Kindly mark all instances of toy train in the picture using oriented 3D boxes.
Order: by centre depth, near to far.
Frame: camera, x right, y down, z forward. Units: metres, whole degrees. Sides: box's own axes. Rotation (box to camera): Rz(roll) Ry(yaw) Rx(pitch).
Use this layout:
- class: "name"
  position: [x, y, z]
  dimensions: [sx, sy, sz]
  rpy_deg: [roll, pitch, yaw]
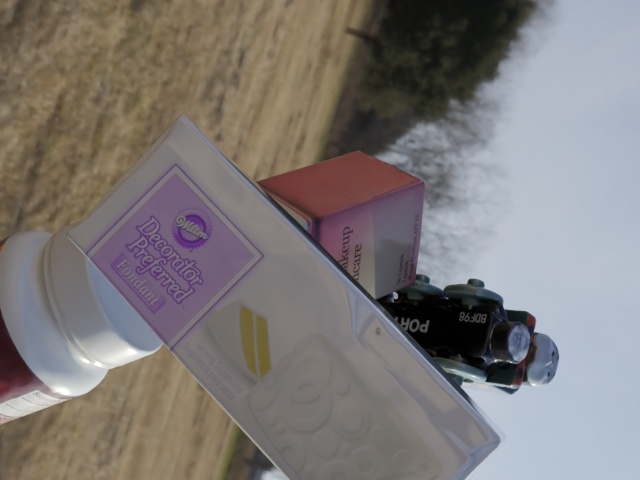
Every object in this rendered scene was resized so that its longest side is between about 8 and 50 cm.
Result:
- class: "toy train"
  position: [0.151, 0.131, 1.522]
  dimensions: [0.190, 0.334, 0.142]
  rpy_deg: [27, 71, -44]

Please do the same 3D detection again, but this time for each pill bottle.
- class: "pill bottle"
  position: [-0.410, 0.119, 1.483]
  dimensions: [0.224, 0.392, 0.224]
  rpy_deg: [57, 20, -34]

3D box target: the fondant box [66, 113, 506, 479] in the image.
- class: "fondant box"
  position: [0.003, 0.072, 0.729]
  dimensions: [0.096, 0.238, 0.330]
  rpy_deg: [-44, 166, -1]

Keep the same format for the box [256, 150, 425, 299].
- class: "box"
  position: [0.000, 0.000, 1.388]
  dimensions: [0.232, 0.127, 0.149]
  rpy_deg: [-20, 126, -38]
